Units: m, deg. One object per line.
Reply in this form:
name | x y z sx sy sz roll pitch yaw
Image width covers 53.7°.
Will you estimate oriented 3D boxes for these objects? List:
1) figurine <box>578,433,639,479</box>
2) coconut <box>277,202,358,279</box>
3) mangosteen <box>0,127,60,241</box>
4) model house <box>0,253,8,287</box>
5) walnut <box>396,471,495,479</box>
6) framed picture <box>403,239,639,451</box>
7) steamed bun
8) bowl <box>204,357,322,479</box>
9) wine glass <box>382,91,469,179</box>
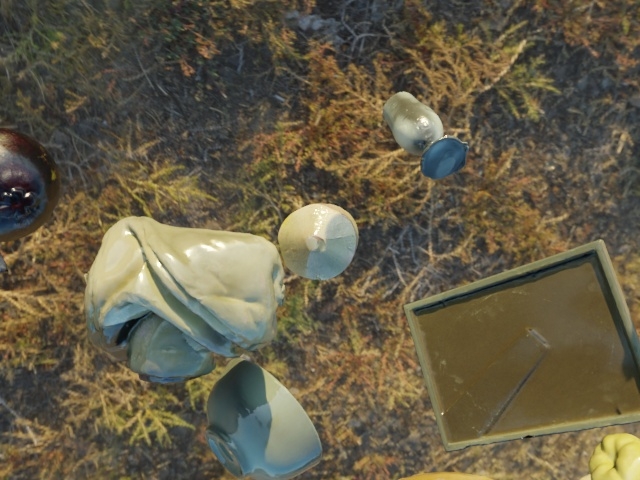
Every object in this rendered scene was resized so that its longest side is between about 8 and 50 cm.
figurine | 0.190 0.164 0.283 0.236 0.155 0.127 -34 109 31
coconut | 0.000 0.000 1.194 0.147 0.153 0.147 1 98 10
mangosteen | -0.642 -0.118 1.244 0.228 0.265 0.228 -26 131 -35
model house | -0.449 -0.011 0.751 0.106 0.152 0.165 -22 100 -12
walnut | 0.089 0.318 0.531 0.257 0.224 0.256 2 85 -17
framed picture | 0.295 0.167 0.939 0.022 0.335 0.247 2 68 -50
steamed bun | -0.237 0.125 1.065 0.347 0.394 0.237 30 61 -41
bowl | -0.149 0.407 1.337 0.146 0.289 0.289 -37 126 -32
wine glass | 0.206 -0.222 1.290 0.103 0.222 0.103 -12 132 -14
